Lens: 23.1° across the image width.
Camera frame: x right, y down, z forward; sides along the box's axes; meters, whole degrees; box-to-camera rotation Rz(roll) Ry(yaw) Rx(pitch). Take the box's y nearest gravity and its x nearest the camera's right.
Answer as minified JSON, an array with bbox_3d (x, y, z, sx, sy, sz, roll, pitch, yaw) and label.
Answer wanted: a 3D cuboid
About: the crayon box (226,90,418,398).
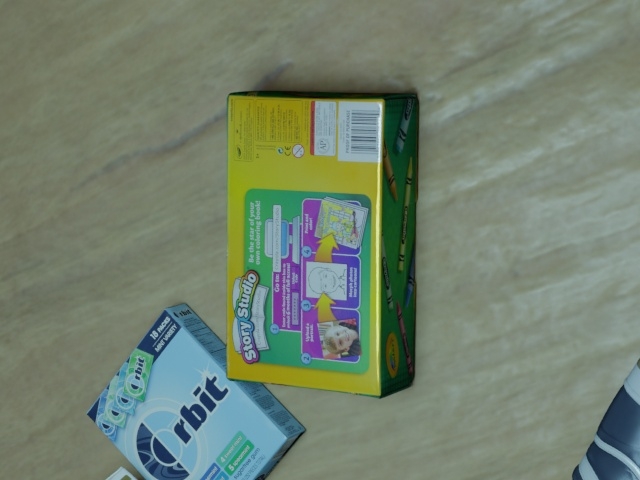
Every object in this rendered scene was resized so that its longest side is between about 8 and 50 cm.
[{"bbox_3d":[0.000,0.000,1.473,0.165,0.081,0.278,4,98,27],"label":"crayon box"}]

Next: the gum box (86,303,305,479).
[{"bbox_3d":[-0.129,0.184,1.583,0.184,0.041,0.157,46,114,17],"label":"gum box"}]

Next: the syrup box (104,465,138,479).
[{"bbox_3d":[-0.146,0.345,1.560,0.237,0.096,0.093,37,153,18],"label":"syrup box"}]

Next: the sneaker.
[{"bbox_3d":[0.339,0.241,1.313,0.282,0.099,0.153,41,107,25],"label":"sneaker"}]
